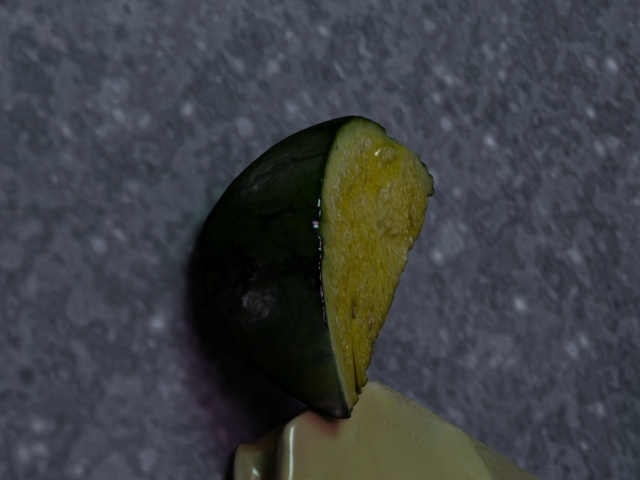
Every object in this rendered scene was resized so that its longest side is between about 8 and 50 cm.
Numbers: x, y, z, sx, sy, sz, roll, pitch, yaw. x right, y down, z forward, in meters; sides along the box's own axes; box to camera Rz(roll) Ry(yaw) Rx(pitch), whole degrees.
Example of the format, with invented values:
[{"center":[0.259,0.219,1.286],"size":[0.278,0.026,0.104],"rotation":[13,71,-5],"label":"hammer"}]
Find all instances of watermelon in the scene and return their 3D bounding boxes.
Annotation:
[{"center":[-0.010,-0.001,0.912],"size":[0.181,0.075,0.092],"rotation":[-70,141,-51],"label":"watermelon"}]

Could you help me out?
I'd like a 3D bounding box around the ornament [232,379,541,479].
[{"center":[0.065,0.148,0.892],"size":[0.180,0.059,0.201],"rotation":[-25,81,-48],"label":"ornament"}]
